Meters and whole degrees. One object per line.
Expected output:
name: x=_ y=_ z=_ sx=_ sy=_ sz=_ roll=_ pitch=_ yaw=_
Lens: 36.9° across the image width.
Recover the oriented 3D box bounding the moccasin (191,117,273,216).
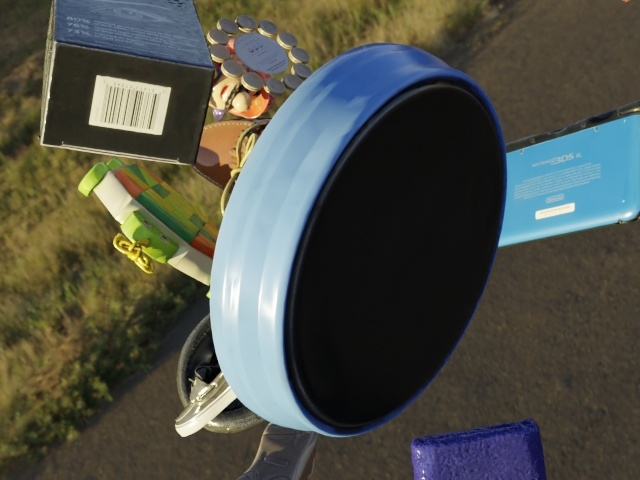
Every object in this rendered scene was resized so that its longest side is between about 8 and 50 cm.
moccasin: x=-0.051 y=-0.081 z=1.306 sx=0.380 sy=0.139 sz=0.147 roll=30 pitch=21 yaw=36

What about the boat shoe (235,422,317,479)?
boat shoe: x=-0.089 y=0.462 z=1.729 sx=0.123 sy=0.116 sz=0.324 roll=14 pitch=45 yaw=25

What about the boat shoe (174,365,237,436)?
boat shoe: x=-0.168 y=0.228 z=1.530 sx=0.228 sy=0.076 sz=0.080 roll=-41 pitch=6 yaw=30

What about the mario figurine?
mario figurine: x=-0.208 y=-0.295 z=1.768 sx=0.198 sy=0.321 sz=0.170 roll=-18 pitch=68 yaw=46

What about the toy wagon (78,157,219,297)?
toy wagon: x=-0.234 y=-0.019 z=1.432 sx=0.068 sy=0.267 sz=0.344 roll=-50 pitch=6 yaw=4

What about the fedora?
fedora: x=-0.149 y=0.283 z=2.136 sx=0.334 sy=0.152 sz=0.334 roll=-9 pitch=62 yaw=18

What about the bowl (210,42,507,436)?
bowl: x=0.058 y=0.010 z=0.933 sx=0.077 sy=0.391 sz=0.391 roll=22 pitch=54 yaw=35

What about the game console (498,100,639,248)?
game console: x=0.421 y=-0.111 z=1.481 sx=0.293 sy=0.173 sz=0.250 roll=-15 pitch=65 yaw=52

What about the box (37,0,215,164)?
box: x=-0.200 y=-0.177 z=0.972 sx=0.153 sy=0.108 sz=0.207 roll=7 pitch=30 yaw=-18

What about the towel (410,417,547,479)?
towel: x=0.267 y=0.459 z=1.596 sx=0.228 sy=0.308 sz=0.076 roll=-7 pitch=6 yaw=-10

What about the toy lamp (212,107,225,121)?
toy lamp: x=-0.300 y=-0.355 z=1.976 sx=0.080 sy=0.275 sz=0.080 roll=-50 pitch=8 yaw=10

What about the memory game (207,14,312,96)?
memory game: x=-0.099 y=-0.307 z=1.584 sx=0.012 sy=0.186 sz=0.186 roll=-58 pitch=4 yaw=45
